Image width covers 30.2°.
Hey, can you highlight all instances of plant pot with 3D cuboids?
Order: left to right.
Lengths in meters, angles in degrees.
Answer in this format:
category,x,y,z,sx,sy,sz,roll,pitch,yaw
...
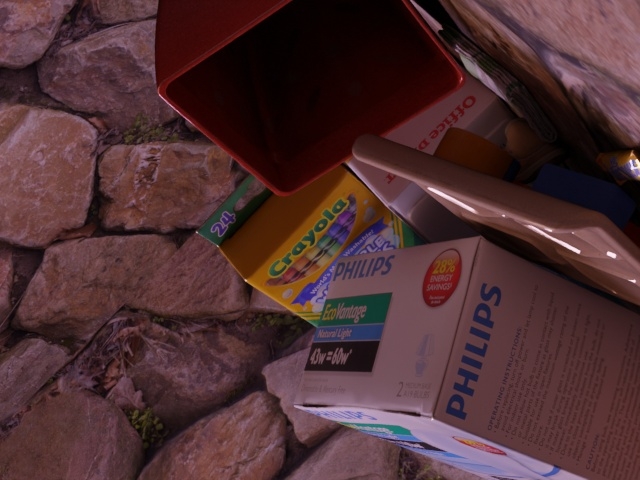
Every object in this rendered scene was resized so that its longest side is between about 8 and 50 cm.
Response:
category,x,y,z,sx,sy,sz,roll,pitch,yaw
plant pot,-0.034,-0.257,1.366,0.267,0.267,0.236,40,-157,-50

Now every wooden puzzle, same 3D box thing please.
category,x,y,z,sx,sy,sz,roll,pitch,yaw
wooden puzzle,0.248,-0.025,1.278,0.348,0.080,0.322,27,179,-43

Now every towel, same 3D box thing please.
category,x,y,z,sx,sy,sz,roll,pitch,yaw
towel,0.197,-0.175,1.333,0.113,0.023,0.152,42,-174,-48

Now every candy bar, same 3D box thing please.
category,x,y,z,sx,sy,sz,roll,pitch,yaw
candy bar,0.280,-0.066,1.075,0.040,0.018,0.161,45,-176,-1

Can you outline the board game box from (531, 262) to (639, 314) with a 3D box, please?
category,x,y,z,sx,sy,sz,roll,pitch,yaw
board game box,0.355,0.113,1.766,0.254,0.079,0.336,46,152,24

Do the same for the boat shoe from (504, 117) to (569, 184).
category,x,y,z,sx,sy,sz,roll,pitch,yaw
boat shoe,0.244,-0.111,1.414,0.072,0.068,0.190,61,-178,-2

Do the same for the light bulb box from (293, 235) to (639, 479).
category,x,y,z,sx,sy,sz,roll,pitch,yaw
light bulb box,0.219,0.174,1.539,0.361,0.225,0.358,24,165,-24

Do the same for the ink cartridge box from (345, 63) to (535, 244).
category,x,y,z,sx,sy,sz,roll,pitch,yaw
ink cartridge box,0.133,-0.148,1.629,0.197,0.198,0.270,40,-172,-50

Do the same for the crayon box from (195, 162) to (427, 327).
category,x,y,z,sx,sy,sz,roll,pitch,yaw
crayon box,0.000,0.000,1.666,0.083,0.203,0.323,48,-173,38
